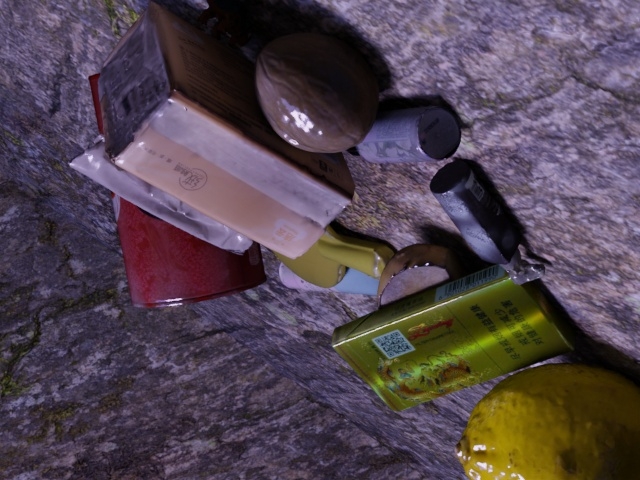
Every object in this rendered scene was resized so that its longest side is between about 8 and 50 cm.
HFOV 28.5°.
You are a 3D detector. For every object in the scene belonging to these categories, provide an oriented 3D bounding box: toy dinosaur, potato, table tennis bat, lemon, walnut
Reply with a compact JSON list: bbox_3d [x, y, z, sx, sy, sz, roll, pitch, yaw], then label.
[{"bbox_3d":[-0.121,-0.287,1.610,0.049,0.055,0.154,35,173,26],"label":"toy dinosaur"},{"bbox_3d":[0.166,0.096,1.875,0.138,0.098,0.243,-13,127,22],"label":"potato"},{"bbox_3d":[0.000,0.000,2.152,0.368,0.054,0.224,18,140,50],"label":"table tennis bat"},{"bbox_3d":[0.345,0.299,1.788,0.321,0.268,0.268,15,175,-24],"label":"lemon"},{"bbox_3d":[-0.005,-0.178,1.512,0.162,0.140,0.140,54,162,-13],"label":"walnut"}]

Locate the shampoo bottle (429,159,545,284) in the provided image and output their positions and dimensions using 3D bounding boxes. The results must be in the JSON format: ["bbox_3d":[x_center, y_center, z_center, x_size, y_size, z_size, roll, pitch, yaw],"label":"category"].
[{"bbox_3d":[0.216,-0.016,1.607,0.063,0.057,0.208,9,149,48],"label":"shampoo bottle"}]

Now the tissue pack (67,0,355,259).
[{"bbox_3d":[-0.146,-0.112,1.616,0.305,0.239,0.238,29,173,-36],"label":"tissue pack"}]

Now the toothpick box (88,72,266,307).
[{"bbox_3d":[-0.203,-0.087,1.806,0.204,0.204,0.334,6,107,64],"label":"toothpick box"}]

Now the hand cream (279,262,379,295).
[{"bbox_3d":[0.035,0.056,2.274,0.111,0.070,0.312,48,155,-26],"label":"hand cream"}]

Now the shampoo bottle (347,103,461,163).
[{"bbox_3d":[0.093,-0.128,1.551,0.072,0.072,0.214,45,164,-20],"label":"shampoo bottle"}]

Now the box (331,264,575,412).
[{"bbox_3d":[0.189,0.142,1.818,0.311,0.043,0.173,-25,123,30],"label":"box"}]
